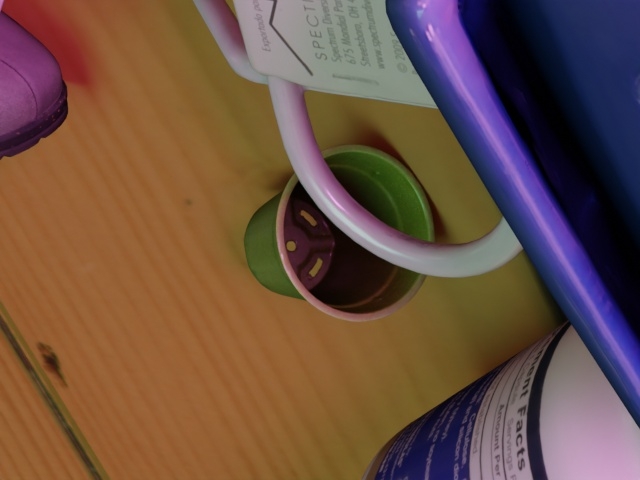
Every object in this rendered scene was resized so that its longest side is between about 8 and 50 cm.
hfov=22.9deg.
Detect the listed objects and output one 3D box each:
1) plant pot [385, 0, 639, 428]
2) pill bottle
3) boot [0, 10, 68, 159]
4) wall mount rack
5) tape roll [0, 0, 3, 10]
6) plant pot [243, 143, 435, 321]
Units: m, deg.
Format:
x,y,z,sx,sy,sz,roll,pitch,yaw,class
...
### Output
x,y,z,sx,sy,sz,roll,pitch,yaw,class
0.168,-0.054,0.390,0.212,0.236,0.236,10,146,48,plant pot
0.132,0.108,0.669,0.153,0.153,0.264,46,145,-1,pill bottle
-0.271,-0.196,0.821,0.338,0.118,0.223,31,137,13,boot
-0.005,-0.166,0.574,0.304,0.130,0.350,13,132,33,wall mount rack
-0.282,-0.222,0.694,0.392,0.072,0.392,23,127,35,tape roll
0.000,0.000,0.770,0.083,0.083,0.079,54,155,-12,plant pot
